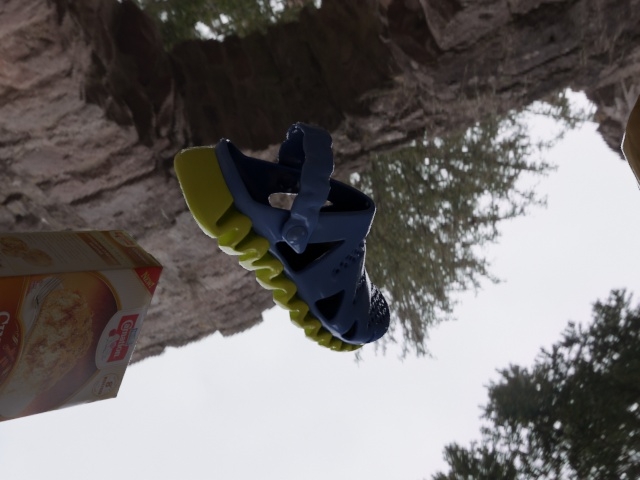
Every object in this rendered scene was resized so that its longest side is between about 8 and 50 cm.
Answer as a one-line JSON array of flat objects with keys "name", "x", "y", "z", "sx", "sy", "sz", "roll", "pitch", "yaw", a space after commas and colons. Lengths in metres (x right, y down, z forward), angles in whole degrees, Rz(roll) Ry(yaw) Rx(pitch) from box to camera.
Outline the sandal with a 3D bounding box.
[{"name": "sandal", "x": 0.000, "y": 0.000, "z": 0.788, "sx": 0.138, "sy": 0.317, "sz": 0.126, "roll": -31, "pitch": -135, "yaw": 11}]

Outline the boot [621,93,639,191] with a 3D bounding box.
[{"name": "boot", "x": 0.209, "y": 0.021, "z": 0.399, "sx": 0.089, "sy": 0.236, "sz": 0.270, "roll": -30, "pitch": -134, "yaw": 26}]

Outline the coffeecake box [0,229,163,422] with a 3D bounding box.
[{"name": "coffeecake box", "x": -0.237, "y": 0.069, "z": 0.638, "sx": 0.068, "sy": 0.185, "sz": 0.142, "roll": 37, "pitch": -65, "yaw": 33}]
